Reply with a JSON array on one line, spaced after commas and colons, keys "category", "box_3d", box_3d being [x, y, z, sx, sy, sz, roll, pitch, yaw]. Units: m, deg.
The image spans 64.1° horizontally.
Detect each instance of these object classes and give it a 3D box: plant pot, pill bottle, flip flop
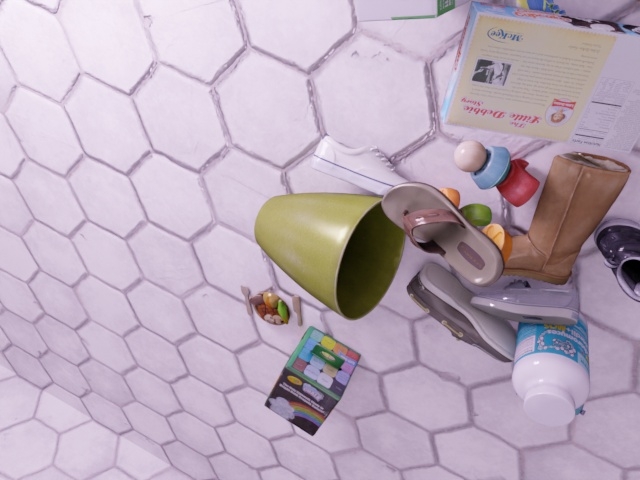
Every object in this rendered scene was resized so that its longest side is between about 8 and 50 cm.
[{"category": "plant pot", "box_3d": [0.000, 0.000, 1.171, 0.293, 0.274, 0.275, 21, 131, 33]}, {"category": "pill bottle", "box_3d": [0.485, 0.256, 1.076, 0.146, 0.264, 0.146, 13, 127, 18]}, {"category": "flip flop", "box_3d": [0.214, -0.014, 0.952, 0.277, 0.080, 0.112, 47, 131, 30]}]

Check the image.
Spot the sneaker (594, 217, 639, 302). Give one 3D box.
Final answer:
[{"category": "sneaker", "box_3d": [0.642, 0.064, 0.940, 0.268, 0.153, 0.101, 23, 129, 10]}]

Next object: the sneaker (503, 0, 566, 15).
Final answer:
[{"category": "sneaker", "box_3d": [0.375, -0.353, 0.841, 0.126, 0.091, 0.240, -9, 125, 17]}]

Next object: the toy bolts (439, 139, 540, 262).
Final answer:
[{"category": "toy bolts", "box_3d": [0.287, -0.074, 0.978, 0.158, 0.218, 0.229, 24, 120, -15]}]

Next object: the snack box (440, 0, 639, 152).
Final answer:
[{"category": "snack box", "box_3d": [0.375, -0.257, 0.820, 0.321, 0.060, 0.187, 9, 130, 1]}]

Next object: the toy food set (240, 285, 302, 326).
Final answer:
[{"category": "toy food set", "box_3d": [-0.149, 0.202, 1.498, 0.191, 0.039, 0.133, 8, 125, 22]}]

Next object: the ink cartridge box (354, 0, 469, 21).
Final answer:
[{"category": "ink cartridge box", "box_3d": [0.170, -0.411, 0.791, 0.153, 0.208, 0.087, 19, 134, 41]}]

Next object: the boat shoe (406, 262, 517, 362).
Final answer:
[{"category": "boat shoe", "box_3d": [0.338, 0.181, 1.204, 0.305, 0.109, 0.091, 41, 131, 3]}]

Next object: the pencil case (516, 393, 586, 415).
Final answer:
[{"category": "pencil case", "box_3d": [0.563, 0.371, 1.247, 0.151, 0.064, 0.070, 20, 104, 13]}]

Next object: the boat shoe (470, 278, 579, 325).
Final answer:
[{"category": "boat shoe", "box_3d": [0.436, 0.127, 1.093, 0.227, 0.081, 0.079, 2, 154, 44]}]

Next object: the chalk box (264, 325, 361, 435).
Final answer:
[{"category": "chalk box", "box_3d": [-0.012, 0.385, 1.469, 0.180, 0.179, 0.289, 31, 129, 5]}]

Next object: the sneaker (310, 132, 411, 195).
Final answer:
[{"category": "sneaker", "box_3d": [0.109, -0.156, 1.095, 0.257, 0.094, 0.091, 20, 103, -1]}]

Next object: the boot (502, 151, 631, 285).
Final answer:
[{"category": "boot", "box_3d": [0.432, -0.051, 1.014, 0.235, 0.089, 0.270, 10, 128, 4]}]
